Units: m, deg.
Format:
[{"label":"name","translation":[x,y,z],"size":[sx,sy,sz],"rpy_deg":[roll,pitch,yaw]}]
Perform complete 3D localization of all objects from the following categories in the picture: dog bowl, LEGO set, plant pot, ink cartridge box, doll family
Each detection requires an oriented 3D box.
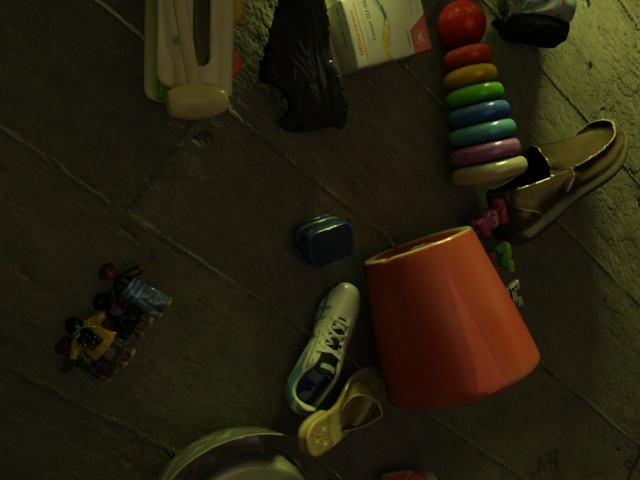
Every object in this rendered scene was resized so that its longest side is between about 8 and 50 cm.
[{"label":"dog bowl","translation":[-0.129,0.463,0.937],"size":[0.348,0.102,0.349],"rpy_deg":[-2,94,-26]},{"label":"LEGO set","translation":[0.311,0.035,1.131],"size":[0.093,0.087,0.227],"rpy_deg":[-25,110,-19]},{"label":"plant pot","translation":[0.204,0.119,0.997],"size":[0.274,0.275,0.243],"rpy_deg":[-19,92,-23]},{"label":"ink cartridge box","translation":[0.083,-0.355,0.997],"size":[0.198,0.067,0.115],"rpy_deg":[-22,103,-22]},{"label":"doll family","translation":[-0.306,0.115,0.845],"size":[0.111,0.076,0.193],"rpy_deg":[39,72,-19]}]

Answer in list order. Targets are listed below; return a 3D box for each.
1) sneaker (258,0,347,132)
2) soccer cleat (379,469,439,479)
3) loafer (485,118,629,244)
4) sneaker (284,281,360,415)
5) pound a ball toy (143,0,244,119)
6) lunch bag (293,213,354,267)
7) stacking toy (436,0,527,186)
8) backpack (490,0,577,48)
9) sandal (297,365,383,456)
[{"label":"sneaker","translation":[-0.043,-0.305,0.915],"size":[0.130,0.109,0.287],"rpy_deg":[-14,102,0]},{"label":"soccer cleat","translation":[0.143,0.585,1.090],"size":[0.116,0.108,0.319],"rpy_deg":[10,91,-6]},{"label":"loafer","translation":[0.473,-0.143,1.165],"size":[0.366,0.133,0.130],"rpy_deg":[-40,110,-18]},{"label":"sneaker","translation":[0.014,0.185,0.996],"size":[0.085,0.086,0.237],"rpy_deg":[28,80,-23]},{"label":"pound a ball toy","translation":[-0.159,-0.313,0.805],"size":[0.135,0.208,0.320],"rpy_deg":[0,93,-26]},{"label":"lunch bag","translation":[0.000,0.000,0.986],"size":[0.098,0.065,0.067],"rpy_deg":[-18,117,-25]},{"label":"stacking toy","translation":[0.280,-0.272,1.070],"size":[0.141,0.141,0.331],"rpy_deg":[-15,96,-24]},{"label":"backpack","translation":[0.424,-0.478,1.128],"size":[0.151,0.115,0.182],"rpy_deg":[4,89,-23]},{"label":"sandal","translation":[0.064,0.289,0.975],"size":[0.240,0.079,0.088],"rpy_deg":[-24,108,-51]}]
